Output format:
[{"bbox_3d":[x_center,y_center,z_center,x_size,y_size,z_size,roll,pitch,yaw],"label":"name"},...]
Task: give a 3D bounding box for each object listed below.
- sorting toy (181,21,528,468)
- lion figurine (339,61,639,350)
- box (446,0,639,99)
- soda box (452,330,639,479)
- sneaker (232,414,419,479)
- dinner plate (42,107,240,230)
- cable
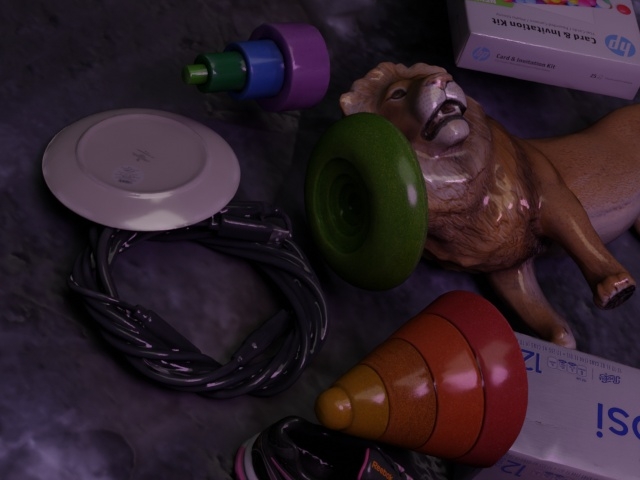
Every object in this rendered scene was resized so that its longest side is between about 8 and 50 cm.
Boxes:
[{"bbox_3d":[0.000,0.000,1.132,0.126,0.127,0.366,-9,60,-34],"label":"sorting toy"},{"bbox_3d":[0.204,-0.041,1.287,0.392,0.142,0.240,-6,52,-41],"label":"lion figurine"},{"bbox_3d":[0.169,-0.196,1.304,0.145,0.038,0.186,10,46,-12],"label":"box"},{"bbox_3d":[0.241,0.161,1.182,0.286,0.091,0.098,16,54,-13],"label":"soda box"},{"bbox_3d":[0.033,0.170,1.101,0.178,0.077,0.072,21,55,-10],"label":"sneaker"},{"bbox_3d":[-0.127,-0.057,1.185,0.141,0.017,0.141,4,41,-4],"label":"dinner plate"},{"bbox_3d":[-0.087,0.041,1.159,0.184,0.047,0.151,0,65,-26],"label":"cable"}]
